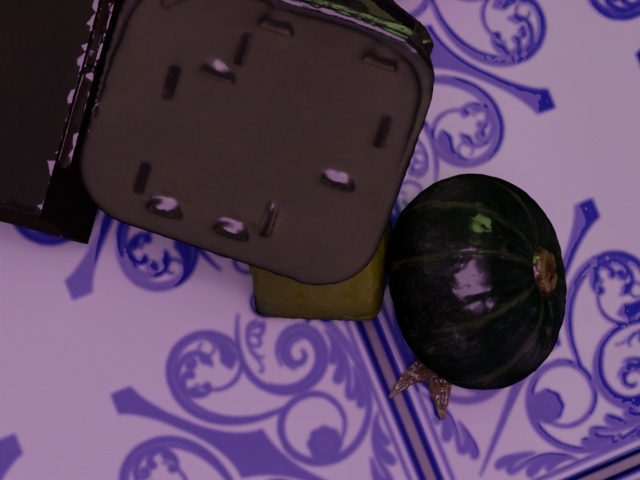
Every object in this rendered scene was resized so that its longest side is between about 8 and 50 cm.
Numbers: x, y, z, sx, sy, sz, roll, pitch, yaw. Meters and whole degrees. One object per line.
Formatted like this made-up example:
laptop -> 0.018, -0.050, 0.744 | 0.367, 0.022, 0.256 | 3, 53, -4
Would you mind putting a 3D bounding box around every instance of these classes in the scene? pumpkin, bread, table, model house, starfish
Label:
pumpkin -> 0.120, 0.031, 1.394 | 0.125, 0.167, 0.167 | -2, 86, 18
bread -> 0.000, 0.000, 1.409 | 0.114, 0.111, 0.129 | -5, 82, 1
table -> -0.225, -0.114, 1.338 | 0.172, 0.169, 0.193 | 15, 84, 6
model house -> -0.037, -0.127, 1.347 | 0.218, 0.278, 0.205 | 19, 114, -4
starfish -> 0.093, 0.098, 1.456 | 0.086, 0.016, 0.092 | -11, 93, -9
